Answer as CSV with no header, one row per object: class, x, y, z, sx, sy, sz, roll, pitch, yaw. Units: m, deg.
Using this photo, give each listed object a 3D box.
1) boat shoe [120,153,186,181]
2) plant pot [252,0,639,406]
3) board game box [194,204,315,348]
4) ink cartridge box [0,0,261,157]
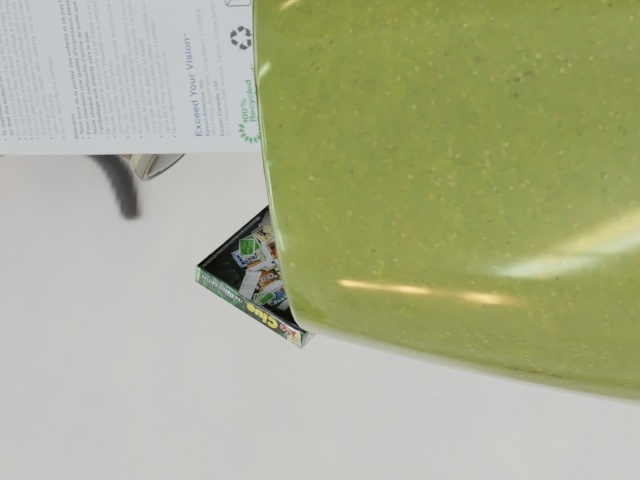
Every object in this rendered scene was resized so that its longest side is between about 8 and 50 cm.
boat shoe,-0.169,-0.176,1.646,0.104,0.110,0.307,51,141,7
plant pot,0.131,-0.048,0.530,0.293,0.275,0.275,-6,84,4
board game box,0.000,0.000,1.576,0.136,0.259,0.030,30,136,19
ink cartridge box,-0.117,-0.150,0.730,0.224,0.045,0.223,0,111,16
